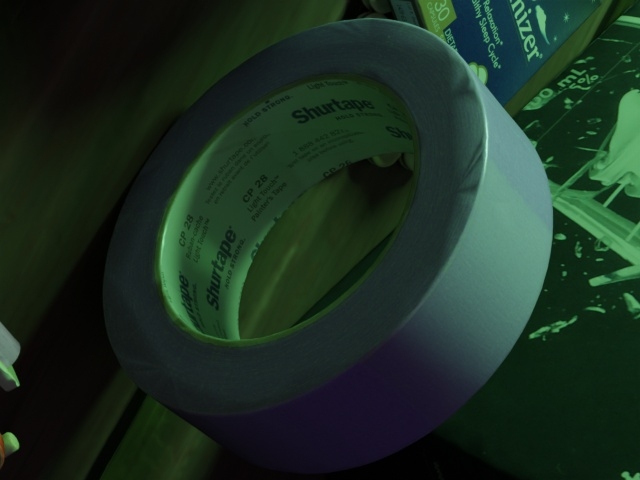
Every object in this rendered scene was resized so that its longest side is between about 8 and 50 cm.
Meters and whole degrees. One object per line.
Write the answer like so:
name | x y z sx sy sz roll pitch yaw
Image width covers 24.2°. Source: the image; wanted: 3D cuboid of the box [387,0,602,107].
box | 0.146 -0.195 1.127 0.225 0.036 0.136 -47 131 -28

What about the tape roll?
tape roll | 0.000 0.000 0.914 0.275 0.274 0.090 -56 133 -11

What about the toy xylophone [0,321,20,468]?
toy xylophone | -0.287 0.101 0.744 0.322 0.081 0.236 -36 123 12

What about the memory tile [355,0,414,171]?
memory tile | 0.058 -0.126 1.102 0.113 0.012 0.148 4 103 -44

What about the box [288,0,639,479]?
box | 0.314 0.100 1.099 0.480 0.471 0.297 -43 129 -22
